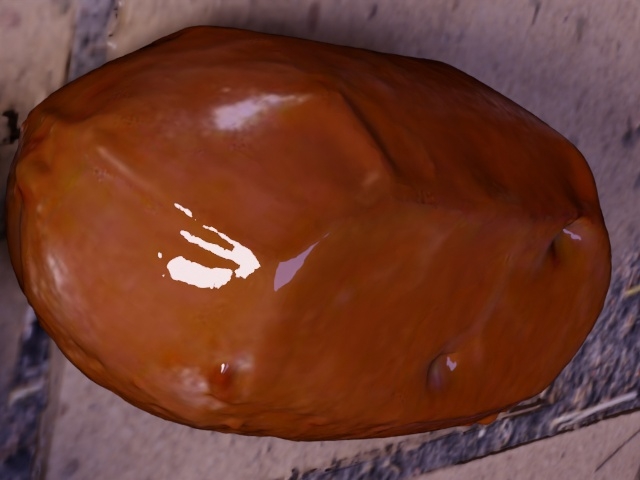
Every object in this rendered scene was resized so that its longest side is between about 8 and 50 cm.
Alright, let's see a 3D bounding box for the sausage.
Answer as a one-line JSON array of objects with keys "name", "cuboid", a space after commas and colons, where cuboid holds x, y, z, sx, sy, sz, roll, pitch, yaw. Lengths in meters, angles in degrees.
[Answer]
[{"name": "sausage", "cuboid": [0.001, 0.001, 0.666, 0.268, 0.141, 0.153, 6, 111, -47]}]
